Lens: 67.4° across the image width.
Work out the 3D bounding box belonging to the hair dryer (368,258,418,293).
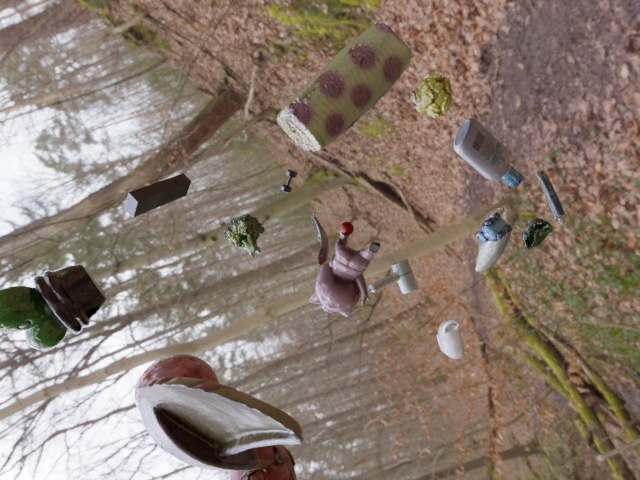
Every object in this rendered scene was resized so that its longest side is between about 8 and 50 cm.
[{"bbox_3d":[0.180,0.108,1.224,0.047,0.137,0.082,-22,90,65],"label":"hair dryer"}]

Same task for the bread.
[{"bbox_3d":[0.059,-0.379,1.212,0.155,0.338,0.187,45,176,-16],"label":"bread"}]

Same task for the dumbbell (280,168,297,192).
[{"bbox_3d":[-0.112,-0.213,1.715,0.036,0.083,0.040,27,-158,11],"label":"dumbbell"}]

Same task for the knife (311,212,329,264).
[{"bbox_3d":[0.002,0.000,1.751,0.278,0.053,0.123,-100,-8,-62],"label":"knife"}]

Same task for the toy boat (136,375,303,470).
[{"bbox_3d":[-0.197,0.317,0.863,0.276,0.293,0.111,29,-138,-6],"label":"toy boat"}]

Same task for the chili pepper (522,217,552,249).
[{"bbox_3d":[0.707,-0.007,1.602,0.062,0.108,0.216,51,-176,23],"label":"chili pepper"}]

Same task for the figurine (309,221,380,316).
[{"bbox_3d":[0.085,0.095,1.485,0.186,0.176,0.287,-61,-11,-66],"label":"figurine"}]

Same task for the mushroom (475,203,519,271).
[{"bbox_3d":[0.756,-0.036,2.056,0.397,0.126,0.177,86,-155,-53],"label":"mushroom"}]

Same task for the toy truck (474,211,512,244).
[{"bbox_3d":[0.396,-0.018,1.131,0.056,0.073,0.090,53,144,9],"label":"toy truck"}]

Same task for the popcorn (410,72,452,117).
[{"bbox_3d":[0.453,-0.570,1.925,0.195,0.174,0.168,118,127,-81],"label":"popcorn"}]

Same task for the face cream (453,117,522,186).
[{"bbox_3d":[0.660,-0.323,1.863,0.337,0.163,0.080,32,160,-24],"label":"face cream"}]

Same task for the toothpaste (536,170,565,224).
[{"bbox_3d":[0.783,-0.147,1.624,0.035,0.057,0.197,-32,74,52],"label":"toothpaste"}]

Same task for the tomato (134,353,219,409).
[{"bbox_3d":[-0.455,0.491,1.566,0.270,0.270,0.227,64,-146,-35],"label":"tomato"}]

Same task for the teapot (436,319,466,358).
[{"bbox_3d":[0.483,0.363,1.773,0.226,0.092,0.145,67,-175,-47],"label":"teapot"}]

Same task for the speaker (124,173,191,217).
[{"bbox_3d":[-0.527,-0.149,1.566,0.044,0.082,0.218,45,-139,11],"label":"speaker"}]

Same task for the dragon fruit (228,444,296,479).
[{"bbox_3d":[-0.186,0.770,1.549,0.315,0.250,0.250,42,160,59],"label":"dragon fruit"}]

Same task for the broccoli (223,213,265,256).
[{"bbox_3d":[-0.319,-0.013,2.110,0.219,0.194,0.194,93,162,-56],"label":"broccoli"}]

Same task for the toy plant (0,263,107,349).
[{"bbox_3d":[-0.661,0.162,1.168,0.175,0.235,0.218,37,153,34],"label":"toy plant"}]
